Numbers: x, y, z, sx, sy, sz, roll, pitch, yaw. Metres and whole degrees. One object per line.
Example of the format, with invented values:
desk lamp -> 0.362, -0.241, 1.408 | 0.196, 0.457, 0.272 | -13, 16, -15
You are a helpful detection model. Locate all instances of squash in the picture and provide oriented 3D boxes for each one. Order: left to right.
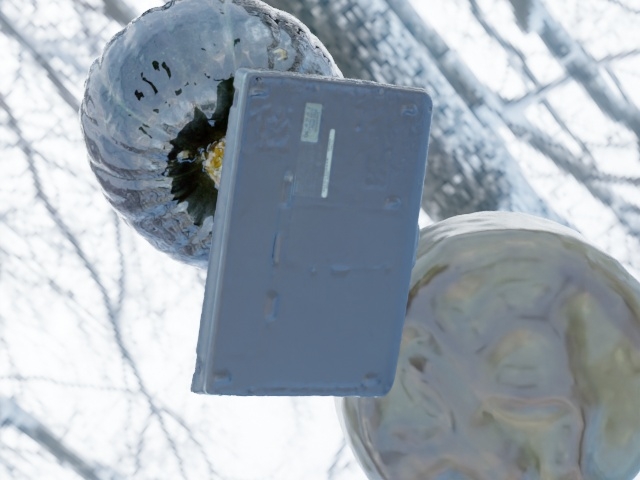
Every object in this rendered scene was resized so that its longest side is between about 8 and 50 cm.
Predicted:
squash -> -0.068, -0.070, 1.066 | 0.193, 0.193, 0.156 | -26, -133, 21

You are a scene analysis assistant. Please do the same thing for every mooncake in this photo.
mooncake -> 0.153, 0.116, 1.342 | 0.284, 0.284, 0.155 | -43, -168, 1

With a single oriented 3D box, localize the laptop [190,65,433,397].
laptop -> 0.000, 0.000, 0.999 | 0.026, 0.154, 0.207 | 21, -76, 58
